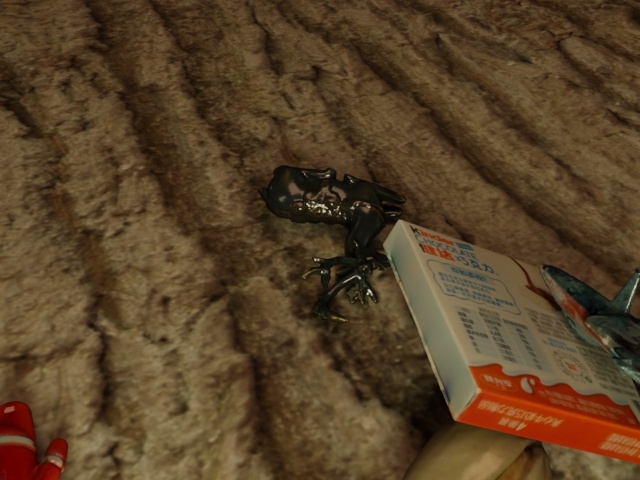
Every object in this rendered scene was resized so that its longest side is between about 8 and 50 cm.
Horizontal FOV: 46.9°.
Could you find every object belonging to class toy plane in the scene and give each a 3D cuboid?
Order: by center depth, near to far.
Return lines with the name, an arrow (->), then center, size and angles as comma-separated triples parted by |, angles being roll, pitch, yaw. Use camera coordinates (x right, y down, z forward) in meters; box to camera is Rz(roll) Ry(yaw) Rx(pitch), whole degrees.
toy plane -> 0.315, 0.105, 0.681 | 0.222, 0.104, 0.326 | 11, 32, -35

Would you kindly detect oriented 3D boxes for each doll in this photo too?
doll -> -0.286, 0.245, 0.655 | 0.142, 0.076, 0.245 | -18, 42, -20

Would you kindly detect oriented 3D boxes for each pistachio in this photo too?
pistachio -> 0.141, 0.223, 0.675 | 0.185, 0.124, 0.124 | -32, 52, -27

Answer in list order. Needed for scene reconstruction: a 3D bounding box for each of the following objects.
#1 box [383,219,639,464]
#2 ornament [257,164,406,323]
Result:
box -> 0.216, 0.101, 0.759 | 0.273, 0.048, 0.265 | 18, 30, -21
ornament -> 0.000, 0.000, 0.937 | 0.202, 0.080, 0.236 | 10, 42, 3
